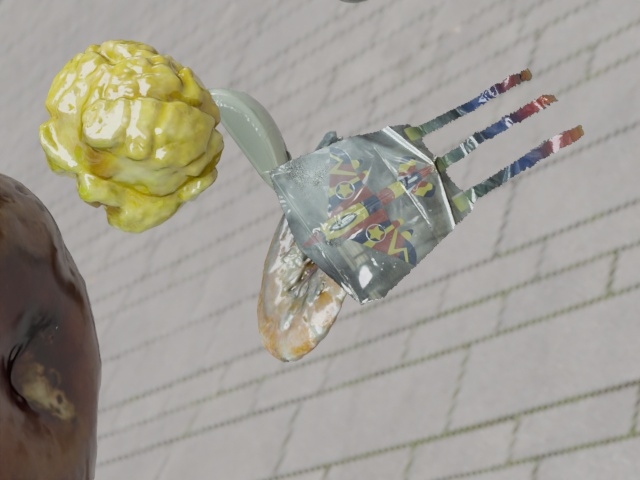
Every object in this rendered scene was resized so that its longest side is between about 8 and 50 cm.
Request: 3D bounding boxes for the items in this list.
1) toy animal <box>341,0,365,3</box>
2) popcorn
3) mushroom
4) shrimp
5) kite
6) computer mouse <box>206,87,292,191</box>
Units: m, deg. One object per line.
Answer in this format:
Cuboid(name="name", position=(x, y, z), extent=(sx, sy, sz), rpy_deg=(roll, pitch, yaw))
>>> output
Cuboid(name="toy animal", position=(0.077, -0.352, 1.798), extent=(0.137, 0.082, 0.269), rpy_deg=(-18, 1, -9))
Cuboid(name="popcorn", position=(-0.207, -0.120, 1.676), extent=(0.226, 0.203, 0.200), rpy_deg=(-11, 52, 22))
Cuboid(name="mushroom", position=(-0.246, 0.109, 0.897), extent=(0.254, 0.267, 0.267), rpy_deg=(-30, 28, 9))
Cuboid(name="shrimp", position=(0.000, 0.000, 1.818), extent=(0.164, 0.062, 0.317), rpy_deg=(-9, 59, 46))
Cuboid(name="kite", position=(0.086, -0.054, 1.154), extent=(0.245, 0.141, 0.015), rpy_deg=(-30, -21, -13))
Cuboid(name="computer mouse", position=(-0.077, -0.129, 1.840), extent=(0.056, 0.181, 0.089), rpy_deg=(-38, -14, 8))
